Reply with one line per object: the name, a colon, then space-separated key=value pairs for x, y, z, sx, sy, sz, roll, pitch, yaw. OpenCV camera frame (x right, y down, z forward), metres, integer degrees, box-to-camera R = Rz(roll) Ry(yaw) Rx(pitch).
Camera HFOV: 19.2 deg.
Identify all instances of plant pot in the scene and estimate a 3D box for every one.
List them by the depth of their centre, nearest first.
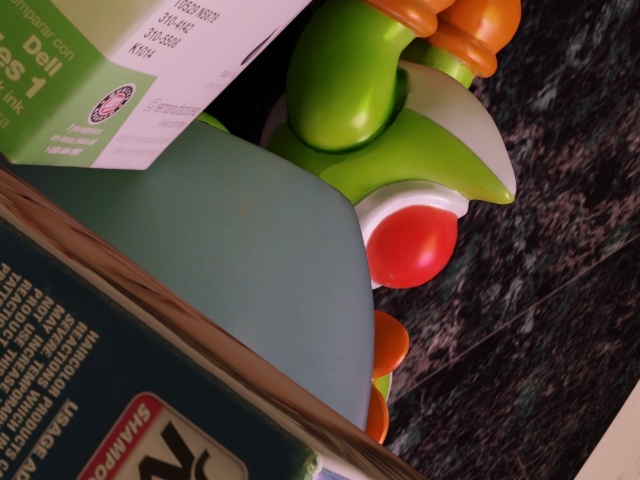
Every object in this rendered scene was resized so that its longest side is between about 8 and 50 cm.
plant pot: x=-0.108 y=0.059 z=0.889 sx=0.293 sy=0.293 sz=0.235 roll=34 pitch=74 yaw=-62

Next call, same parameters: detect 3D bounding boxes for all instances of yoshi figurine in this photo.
yoshi figurine: x=-0.026 y=-0.009 z=1.101 sx=0.203 sy=0.204 sz=0.362 roll=-174 pitch=-76 yaw=-77

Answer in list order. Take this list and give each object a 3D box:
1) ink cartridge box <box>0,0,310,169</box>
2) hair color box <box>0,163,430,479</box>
ink cartridge box: x=-0.041 y=-0.133 z=0.701 sx=0.219 sy=0.092 sz=0.160 roll=-44 pitch=173 yaw=10
hair color box: x=-0.119 y=0.030 z=0.601 sx=0.105 sy=0.347 sz=0.174 roll=-55 pitch=152 yaw=0
